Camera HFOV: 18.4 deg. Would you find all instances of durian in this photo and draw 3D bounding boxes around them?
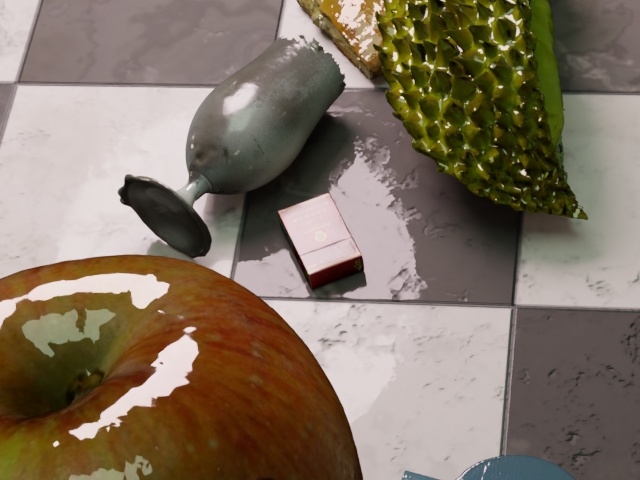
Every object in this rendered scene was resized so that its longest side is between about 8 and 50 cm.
[{"bbox_3d":[0.151,-0.164,1.800,0.158,0.169,0.351,-25,45,24],"label":"durian"}]

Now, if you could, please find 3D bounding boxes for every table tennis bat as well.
[{"bbox_3d":[0.137,0.209,1.566,0.155,0.019,0.100,11,54,14],"label":"table tennis bat"}]

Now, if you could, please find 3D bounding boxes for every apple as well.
[{"bbox_3d":[-0.157,0.213,1.422,0.400,0.333,0.400,-7,32,4],"label":"apple"}]

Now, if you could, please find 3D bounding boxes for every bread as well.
[{"bbox_3d":[0.048,-0.212,1.897,0.154,0.054,0.136,-5,54,6],"label":"bread"}]

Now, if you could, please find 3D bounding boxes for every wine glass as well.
[{"bbox_3d":[-0.075,-0.090,1.786,0.103,0.103,0.222,27,59,26],"label":"wine glass"}]

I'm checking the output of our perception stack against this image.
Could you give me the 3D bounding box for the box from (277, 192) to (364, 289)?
[{"bbox_3d":[0.000,0.000,1.750,0.052,0.023,0.082,-21,51,-7],"label":"box"}]
